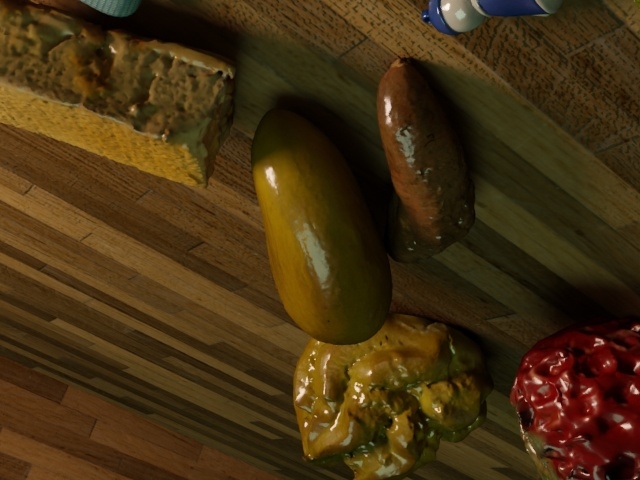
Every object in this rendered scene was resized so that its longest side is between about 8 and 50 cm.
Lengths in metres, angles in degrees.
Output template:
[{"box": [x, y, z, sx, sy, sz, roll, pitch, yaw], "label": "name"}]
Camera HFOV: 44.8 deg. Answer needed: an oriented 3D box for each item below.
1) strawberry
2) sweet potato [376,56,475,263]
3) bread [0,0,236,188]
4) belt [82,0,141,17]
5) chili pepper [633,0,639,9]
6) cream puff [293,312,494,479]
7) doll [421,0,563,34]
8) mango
[{"box": [0.436, 0.216, 1.014, 0.345, 0.295, 0.317, -25, 120, 4], "label": "strawberry"}, {"box": [0.118, -0.050, 0.851, 0.114, 0.092, 0.341, 35, 159, 23], "label": "sweet potato"}, {"box": [-0.230, -0.157, 0.797, 0.275, 0.114, 0.185, 17, 168, -4], "label": "bread"}, {"box": [-0.246, -0.249, 0.690, 0.179, 0.100, 0.065, 24, 156, -17], "label": "belt"}, {"box": [0.260, -0.178, 0.546, 0.204, 0.073, 0.072, 23, 137, -34], "label": "chili pepper"}, {"box": [0.113, 0.275, 1.281, 0.325, 0.257, 0.291, 30, 154, -22], "label": "cream puff"}, {"box": [0.138, -0.194, 0.605, 0.143, 0.057, 0.099, -9, 163, 44], "label": "doll"}, {"box": [0.004, 0.007, 0.911, 0.142, 0.195, 0.331, -25, 146, -5], "label": "mango"}]
